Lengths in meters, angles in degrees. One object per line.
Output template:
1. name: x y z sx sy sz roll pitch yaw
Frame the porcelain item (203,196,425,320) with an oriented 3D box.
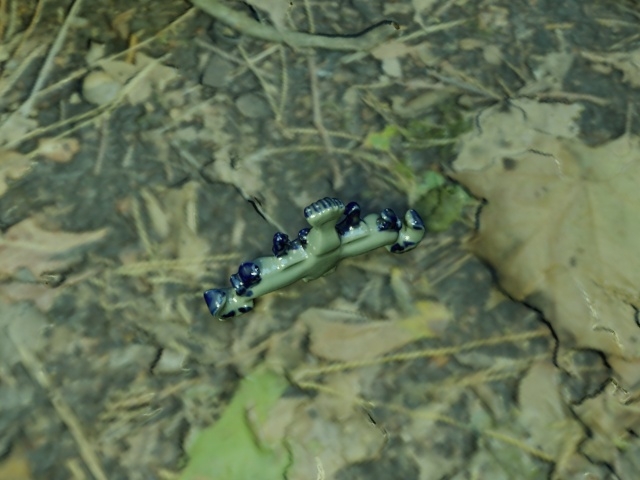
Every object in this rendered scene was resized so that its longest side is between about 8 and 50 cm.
1. porcelain item: 0.000 0.000 0.530 0.136 0.075 0.021 -21 64 -17
